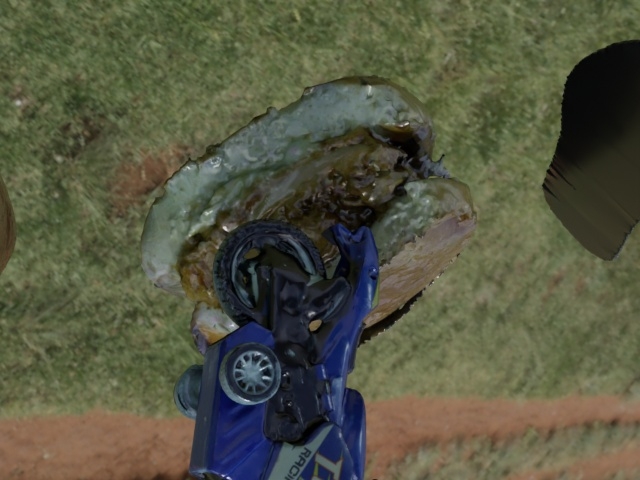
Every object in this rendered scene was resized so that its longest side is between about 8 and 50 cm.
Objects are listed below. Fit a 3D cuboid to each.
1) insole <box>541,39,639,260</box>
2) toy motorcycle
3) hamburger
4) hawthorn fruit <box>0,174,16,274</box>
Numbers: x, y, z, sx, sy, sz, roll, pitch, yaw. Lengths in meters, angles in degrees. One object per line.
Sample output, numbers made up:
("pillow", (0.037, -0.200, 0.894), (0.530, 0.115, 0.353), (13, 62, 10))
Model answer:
("insole", (0.203, -0.048, 0.598), (0.009, 0.119, 0.348), (-39, 165, -3))
("toy motorcycle", (-0.014, 0.130, 0.647), (0.168, 0.316, 0.113), (15, 158, -22))
("hamburger", (0.000, 0.000, 0.896), (0.318, 0.195, 0.277), (-32, 162, 6))
("hawthorn fruit", (-0.365, -0.017, 0.749), (0.224, 0.224, 0.261), (-64, 174, 19))
